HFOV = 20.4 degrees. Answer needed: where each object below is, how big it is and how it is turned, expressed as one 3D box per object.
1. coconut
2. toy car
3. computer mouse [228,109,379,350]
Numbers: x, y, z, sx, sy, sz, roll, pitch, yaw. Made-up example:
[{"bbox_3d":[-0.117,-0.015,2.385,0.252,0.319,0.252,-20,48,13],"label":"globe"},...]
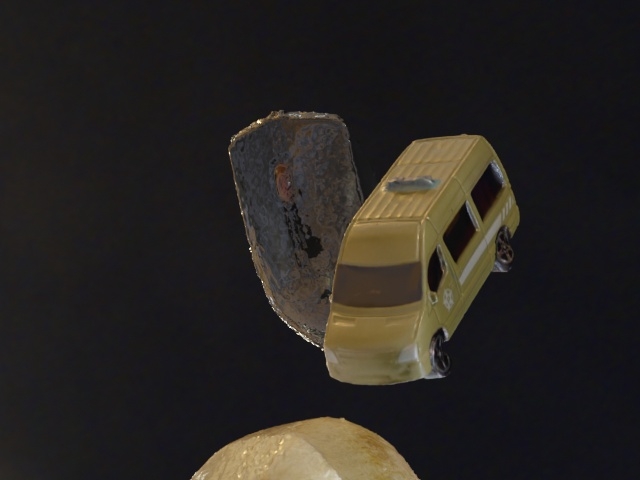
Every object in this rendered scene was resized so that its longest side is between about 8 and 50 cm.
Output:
[{"bbox_3d":[-0.008,0.216,1.280,0.194,0.194,0.194,23,-56,41],"label":"coconut"},{"bbox_3d":[0.081,0.014,1.523,0.101,0.257,0.124,-3,-59,30],"label":"toy car"},{"bbox_3d":[-0.002,0.003,1.892,0.168,0.087,0.295,-9,-66,36],"label":"computer mouse"}]
